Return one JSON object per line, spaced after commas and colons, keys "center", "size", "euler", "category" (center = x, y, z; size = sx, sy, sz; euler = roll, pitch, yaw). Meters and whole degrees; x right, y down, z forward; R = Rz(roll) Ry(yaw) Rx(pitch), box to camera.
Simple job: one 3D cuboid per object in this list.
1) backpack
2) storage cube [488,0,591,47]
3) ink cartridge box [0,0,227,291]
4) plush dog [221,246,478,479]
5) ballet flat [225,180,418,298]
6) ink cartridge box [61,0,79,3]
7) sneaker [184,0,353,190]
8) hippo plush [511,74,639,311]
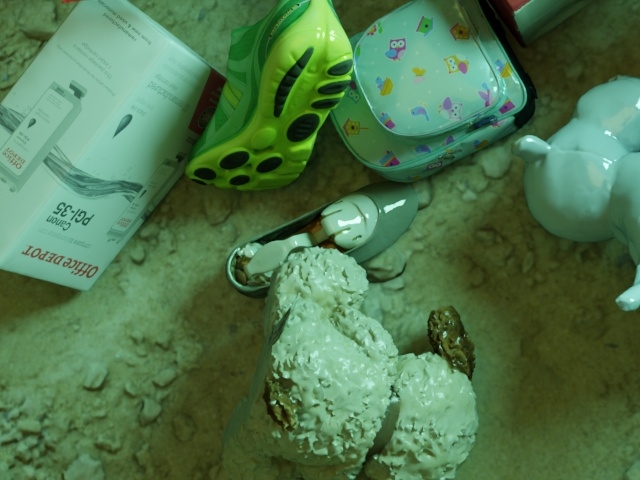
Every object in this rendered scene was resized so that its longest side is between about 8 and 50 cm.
{"center": [0.098, -0.151, 1.387], "size": [0.188, 0.144, 0.166], "euler": [-30, 80, 18], "category": "backpack"}
{"center": [0.212, -0.327, 1.347], "size": [0.184, 0.215, 0.193], "euler": [-34, 81, 8], "category": "storage cube"}
{"center": [-0.235, -0.096, 1.436], "size": [0.117, 0.207, 0.283], "euler": [40, 94, 19], "category": "ink cartridge box"}
{"center": [0.045, 0.158, 1.342], "size": [0.225, 0.210, 0.262], "euler": [16, 94, -11], "category": "plush dog"}
{"center": [0.000, 0.000, 1.427], "size": [0.213, 0.068, 0.072], "euler": [-26, 76, 10], "category": "ballet flat"}
{"center": [-0.168, -0.341, 1.279], "size": [0.181, 0.056, 0.224], "euler": [-4, 80, 15], "category": "ink cartridge box"}
{"center": [-0.049, -0.145, 1.394], "size": [0.109, 0.295, 0.123], "euler": [12, 56, -24], "category": "sneaker"}
{"center": [0.315, -0.027, 1.302], "size": [0.236, 0.234, 0.294], "euler": [23, 72, 48], "category": "hippo plush"}
